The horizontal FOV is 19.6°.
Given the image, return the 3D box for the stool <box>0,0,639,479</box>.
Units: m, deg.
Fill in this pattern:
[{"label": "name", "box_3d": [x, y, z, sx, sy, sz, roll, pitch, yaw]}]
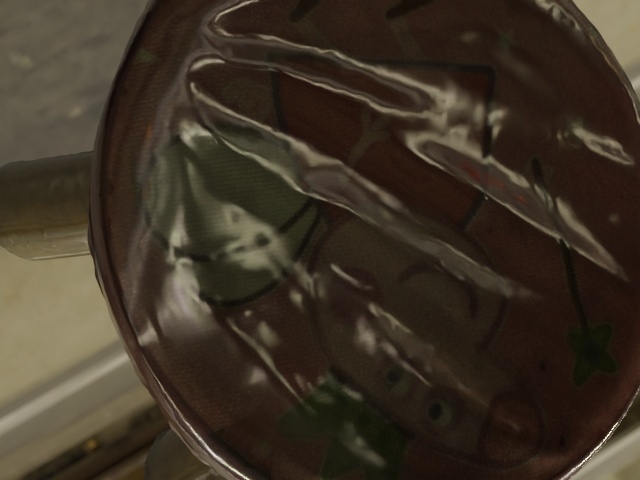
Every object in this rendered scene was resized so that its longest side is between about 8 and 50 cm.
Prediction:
[{"label": "stool", "box_3d": [0.000, 0.000, 0.832, 0.272, 0.272, 0.178, -24, -176, -30]}]
